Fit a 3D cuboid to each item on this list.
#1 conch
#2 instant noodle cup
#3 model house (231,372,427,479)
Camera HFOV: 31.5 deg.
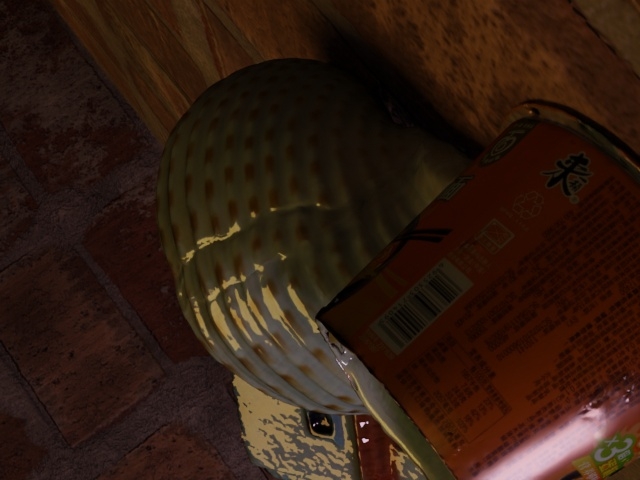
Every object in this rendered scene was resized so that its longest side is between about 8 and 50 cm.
[{"bbox_3d":[-0.017,0.002,0.913,0.319,0.215,0.303,-177,81,-71],"label":"conch"},{"bbox_3d":[0.119,0.062,0.685,0.230,0.182,0.230,51,171,11],"label":"instant noodle cup"},{"bbox_3d":[0.092,0.170,1.323,0.329,0.251,0.295,15,123,40],"label":"model house"}]
